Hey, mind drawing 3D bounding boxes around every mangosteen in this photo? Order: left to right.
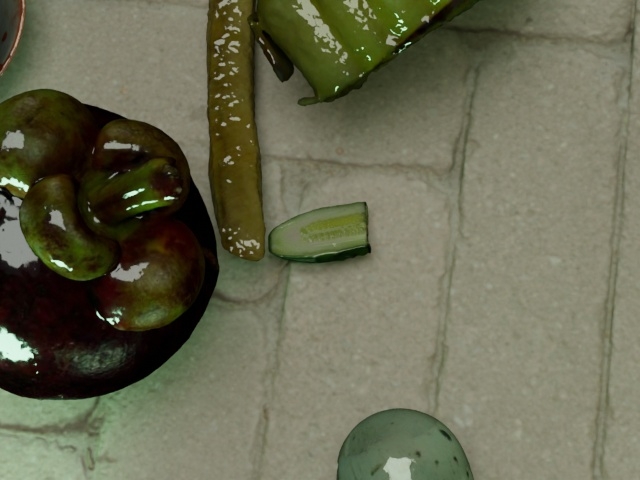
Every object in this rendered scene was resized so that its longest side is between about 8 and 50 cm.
[{"bbox_3d":[-0.238,-0.004,1.552,0.307,0.347,0.307,10,65,-23],"label":"mangosteen"}]

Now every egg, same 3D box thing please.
[{"bbox_3d":[0.083,0.242,1.539,0.131,0.131,0.164,-16,76,1],"label":"egg"}]

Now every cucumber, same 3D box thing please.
[{"bbox_3d":[0.000,0.000,1.683,0.107,0.035,0.067,-9,52,5],"label":"cucumber"}]

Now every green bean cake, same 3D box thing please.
[{"bbox_3d":[0.074,-0.304,1.686,0.310,0.285,0.202,-35,94,18],"label":"green bean cake"}]

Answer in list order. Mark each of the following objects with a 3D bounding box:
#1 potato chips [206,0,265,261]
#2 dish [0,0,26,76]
[{"bbox_3d":[-0.093,-0.158,1.730,0.057,0.080,0.407,2,68,-10],"label":"potato chips"},{"bbox_3d":[-0.451,-0.244,1.793,0.260,0.085,0.260,0,79,1],"label":"dish"}]
